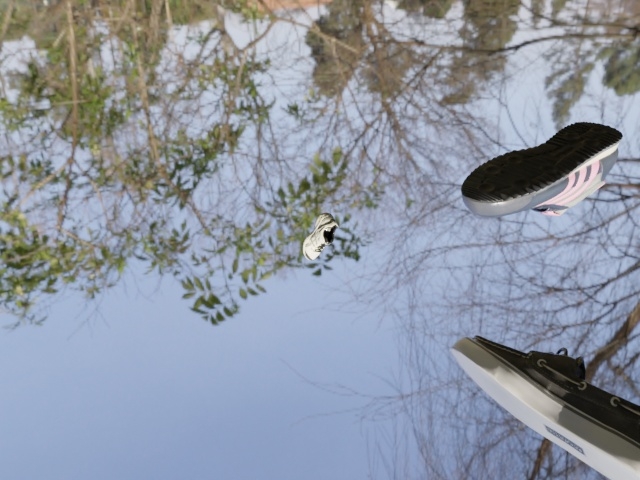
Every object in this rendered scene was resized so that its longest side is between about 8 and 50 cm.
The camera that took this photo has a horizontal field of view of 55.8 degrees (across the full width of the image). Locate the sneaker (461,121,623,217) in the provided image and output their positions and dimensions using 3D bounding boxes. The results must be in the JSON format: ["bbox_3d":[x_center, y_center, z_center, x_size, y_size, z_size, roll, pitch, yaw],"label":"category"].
[{"bbox_3d":[0.345,-0.077,0.933,0.319,0.131,0.112,-22,-139,-24],"label":"sneaker"}]

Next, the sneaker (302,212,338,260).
[{"bbox_3d":[0.000,0.000,0.911,0.032,0.083,0.037,2,-147,-35],"label":"sneaker"}]

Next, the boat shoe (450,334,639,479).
[{"bbox_3d":[0.226,0.140,0.557,0.076,0.080,0.228,-45,-141,-13],"label":"boat shoe"}]
